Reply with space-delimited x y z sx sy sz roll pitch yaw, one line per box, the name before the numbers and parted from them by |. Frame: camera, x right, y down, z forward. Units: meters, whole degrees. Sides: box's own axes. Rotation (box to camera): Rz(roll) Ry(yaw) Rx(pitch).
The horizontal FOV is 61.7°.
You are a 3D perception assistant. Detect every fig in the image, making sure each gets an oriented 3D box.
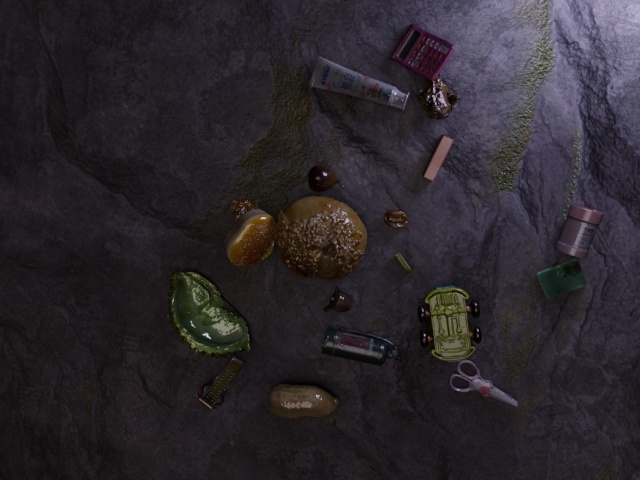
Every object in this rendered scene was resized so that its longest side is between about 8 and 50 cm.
fig | 0.022 -0.205 1.795 0.125 0.089 0.089 2 103 -17

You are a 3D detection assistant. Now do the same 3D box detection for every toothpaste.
toothpaste | 0.125 -0.498 1.725 0.323 0.066 0.100 21 103 10

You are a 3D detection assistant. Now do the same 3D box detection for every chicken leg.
chicken leg | 0.359 -0.477 1.686 0.125 0.080 0.196 -24 89 3

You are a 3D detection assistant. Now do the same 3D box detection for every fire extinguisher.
fire extinguisher | 0.156 0.379 1.875 0.294 0.118 0.093 10 138 7

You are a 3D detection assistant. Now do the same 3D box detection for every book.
book | 0.791 0.124 1.756 0.135 0.017 0.103 -23 97 13

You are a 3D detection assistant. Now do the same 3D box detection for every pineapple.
pineapple | -0.272 -0.090 1.855 0.114 0.114 0.077 26 123 8

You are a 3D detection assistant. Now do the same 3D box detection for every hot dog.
hot dog | 0.254 -0.073 1.797 0.083 0.035 0.058 9 106 8

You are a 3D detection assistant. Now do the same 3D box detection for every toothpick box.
toothpick box | 0.811 -0.030 1.681 0.098 0.098 0.149 17 104 6

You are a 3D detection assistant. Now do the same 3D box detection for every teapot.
teapot | 0.057 0.219 1.886 0.080 0.085 0.110 26 135 -19

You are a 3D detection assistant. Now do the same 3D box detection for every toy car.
toy car | 0.426 0.270 1.783 0.200 0.142 0.248 -3 91 10

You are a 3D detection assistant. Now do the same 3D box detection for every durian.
durian | -0.422 0.276 1.922 0.198 0.163 0.394 -36 87 12

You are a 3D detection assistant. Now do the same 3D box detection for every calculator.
calculator | 0.314 -0.579 1.657 0.190 0.034 0.127 42 105 29

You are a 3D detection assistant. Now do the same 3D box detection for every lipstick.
lipstick | 0.380 -0.267 1.733 0.045 0.045 0.145 25 103 1

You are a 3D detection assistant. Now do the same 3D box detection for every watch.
watch | -0.343 0.497 1.940 0.102 0.165 0.268 38 107 -1

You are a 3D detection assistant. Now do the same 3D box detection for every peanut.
peanut | -0.062 0.583 1.939 0.253 0.137 0.122 -3 56 9

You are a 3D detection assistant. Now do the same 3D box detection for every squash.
squash | 0.282 0.079 1.827 0.027 0.027 0.083 -34 95 14

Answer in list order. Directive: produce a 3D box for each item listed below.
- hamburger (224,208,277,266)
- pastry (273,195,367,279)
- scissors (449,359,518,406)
hamburger | -0.231 -0.006 1.828 0.210 0.173 0.116 -49 61 12
pastry | 0.000 0.000 1.759 0.315 0.184 0.285 16 103 -5
scissors | 0.573 0.513 1.862 0.242 0.030 0.118 28 105 5
